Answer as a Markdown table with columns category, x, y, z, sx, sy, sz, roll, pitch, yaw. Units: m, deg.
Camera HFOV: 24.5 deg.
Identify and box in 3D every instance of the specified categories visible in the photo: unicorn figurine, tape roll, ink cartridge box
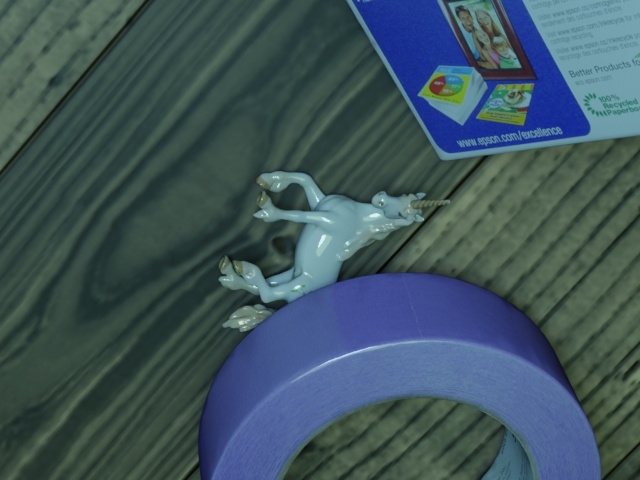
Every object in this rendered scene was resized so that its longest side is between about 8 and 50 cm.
| category | x | y | z | sx | sy | sz | roll | pitch | yaw |
| --- | --- | --- | --- | --- | --- | --- | --- | --- | --- |
| unicorn figurine | 0.000 | 0.000 | 1.022 | 0.111 | 0.060 | 0.162 | 20 | 121 | -17 |
| tape roll | 0.053 | 0.161 | 1.037 | 0.274 | 0.090 | 0.275 | -3 | 120 | -6 |
| ink cartridge box | 0.111 | -0.194 | 0.848 | 0.072 | 0.303 | 0.307 | -43 | 112 | -29 |
